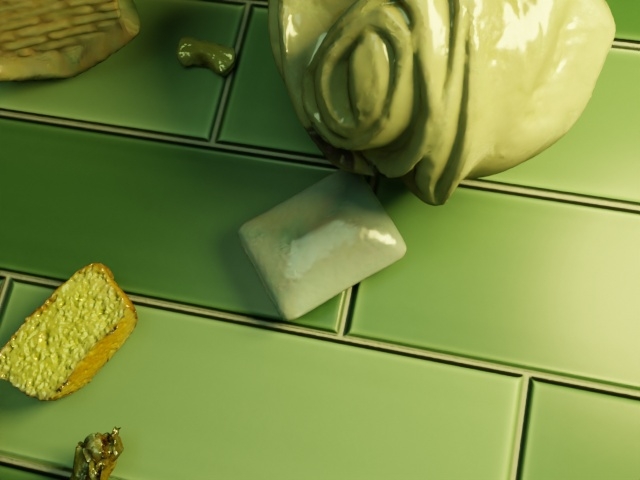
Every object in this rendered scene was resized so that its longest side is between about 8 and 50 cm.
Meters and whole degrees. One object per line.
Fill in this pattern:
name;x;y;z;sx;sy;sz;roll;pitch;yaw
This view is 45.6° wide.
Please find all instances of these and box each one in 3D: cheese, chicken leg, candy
cheese;-0.157;-0.250;1.040;0.083;0.030;0.044;14;69;5
chicken leg;-0.283;0.320;0.852;0.103;0.088;0.228;2;76;22
candy;0.000;0.000;0.922;0.174;0.071;0.138;-29;72;-3

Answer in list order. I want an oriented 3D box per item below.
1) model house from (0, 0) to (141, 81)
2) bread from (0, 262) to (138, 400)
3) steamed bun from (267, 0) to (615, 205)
model house;-0.373;-0.461;0.973;0.395;0.400;0.446;-17;79;-12
bread;-0.307;0.118;0.930;0.103;0.065;0.187;37;79;14
steamed bun;0.093;-0.200;0.818;0.367;0.342;0.255;39;58;11
